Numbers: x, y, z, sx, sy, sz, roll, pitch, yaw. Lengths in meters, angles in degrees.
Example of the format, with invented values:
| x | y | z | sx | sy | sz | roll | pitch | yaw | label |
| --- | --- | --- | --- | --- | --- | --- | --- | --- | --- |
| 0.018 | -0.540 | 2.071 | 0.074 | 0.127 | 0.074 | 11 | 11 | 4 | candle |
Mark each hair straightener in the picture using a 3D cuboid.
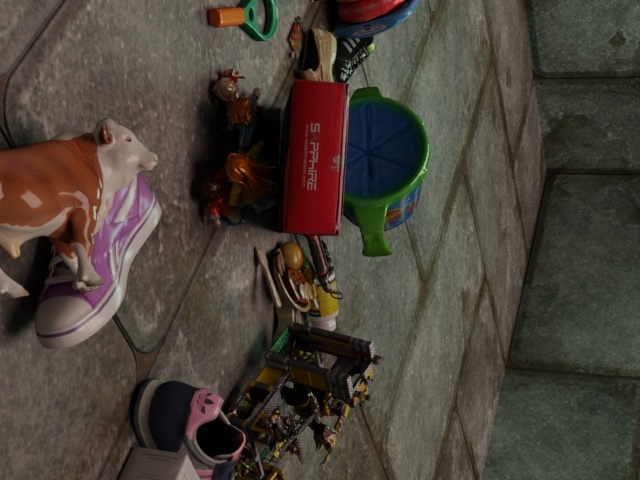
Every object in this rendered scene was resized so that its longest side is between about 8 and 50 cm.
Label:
| x | y | z | sx | sy | sz | roll | pitch | yaw | label |
| --- | --- | --- | --- | --- | --- | --- | --- | --- | --- |
| 0.000 | 0.000 | 1.993 | 0.089 | 0.047 | 0.231 | -5 | 74 | -77 | hair straightener |

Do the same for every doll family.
| x | y | z | sx | sy | sz | roll | pitch | yaw | label |
| --- | --- | --- | --- | --- | --- | --- | --- | --- | --- |
| -0.112 | -0.148 | 1.685 | 0.163 | 0.118 | 0.263 | 44 | 50 | -65 | doll family |

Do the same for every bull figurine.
| x | y | z | sx | sy | sz | roll | pitch | yaw | label |
| --- | --- | --- | --- | --- | --- | --- | --- | --- | --- |
| -0.305 | -0.033 | 1.155 | 0.310 | 0.101 | 0.189 | -10 | 84 | -45 | bull figurine |

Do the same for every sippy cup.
| x | y | z | sx | sy | sz | roll | pitch | yaw | label |
| --- | --- | --- | --- | --- | --- | --- | --- | --- | --- |
| 0.105 | -0.131 | 2.127 | 0.305 | 0.240 | 0.224 | -55 | 160 | -13 | sippy cup |

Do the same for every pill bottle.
| x | y | z | sx | sy | sz | roll | pitch | yaw | label |
| --- | --- | --- | --- | --- | --- | --- | --- | --- | --- |
| 0.001 | 0.116 | 2.071 | 0.065 | 0.065 | 0.116 | -46 | 134 | -59 | pill bottle |

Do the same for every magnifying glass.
| x | y | z | sx | sy | sz | roll | pitch | yaw | label |
| --- | --- | --- | --- | --- | --- | --- | --- | --- | --- |
| -0.122 | -0.369 | 1.766 | 0.231 | 0.026 | 0.092 | -31 | 121 | -64 | magnifying glass |

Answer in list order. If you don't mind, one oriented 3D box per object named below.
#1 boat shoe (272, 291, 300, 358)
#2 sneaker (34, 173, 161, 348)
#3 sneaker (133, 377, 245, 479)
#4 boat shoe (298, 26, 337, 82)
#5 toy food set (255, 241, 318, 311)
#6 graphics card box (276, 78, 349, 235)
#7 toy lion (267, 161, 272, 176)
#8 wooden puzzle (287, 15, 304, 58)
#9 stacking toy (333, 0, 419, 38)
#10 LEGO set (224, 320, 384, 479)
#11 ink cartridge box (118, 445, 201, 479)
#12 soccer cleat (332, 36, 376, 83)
| x | y | z | sx | sy | sz | roll | pitch | yaw | label |
| --- | --- | --- | --- | --- | --- | --- | --- | --- | --- |
| -0.058 | 0.159 | 1.955 | 0.043 | 0.049 | 0.137 | 8 | 80 | -70 | boat shoe |
| -0.295 | -0.012 | 1.291 | 0.282 | 0.102 | 0.161 | -76 | 151 | -47 | sneaker |
| -0.163 | 0.324 | 1.592 | 0.319 | 0.131 | 0.112 | 68 | 32 | -47 | sneaker |
| -0.015 | -0.302 | 2.005 | 0.072 | 0.068 | 0.190 | 11 | 77 | -53 | boat shoe |
| -0.044 | 0.063 | 1.931 | 0.192 | 0.038 | 0.132 | 7 | 61 | -68 | toy food set |
| -0.018 | -0.123 | 1.765 | 0.371 | 0.094 | 0.233 | -162 | -105 | -87 | graphics card box |
| -0.099 | -0.128 | 1.845 | 0.096 | 0.034 | 0.100 | 51 | 45 | -69 | toy lion |
| -0.045 | -0.370 | 1.982 | 0.049 | 0.006 | 0.083 | 66 | 34 | -49 | wooden puzzle |
| 0.070 | -0.561 | 2.091 | 0.302 | 0.175 | 0.166 | 66 | 30 | -28 | stacking toy |
| -0.009 | 0.305 | 1.827 | 0.331 | 0.192 | 0.255 | -44 | 138 | -47 | LEGO set |
| -0.235 | 0.416 | 1.476 | 0.154 | 0.093 | 0.212 | 73 | 31 | -42 | ink cartridge box |
| 0.070 | -0.382 | 2.180 | 0.060 | 0.072 | 0.179 | 68 | 32 | -46 | soccer cleat |
